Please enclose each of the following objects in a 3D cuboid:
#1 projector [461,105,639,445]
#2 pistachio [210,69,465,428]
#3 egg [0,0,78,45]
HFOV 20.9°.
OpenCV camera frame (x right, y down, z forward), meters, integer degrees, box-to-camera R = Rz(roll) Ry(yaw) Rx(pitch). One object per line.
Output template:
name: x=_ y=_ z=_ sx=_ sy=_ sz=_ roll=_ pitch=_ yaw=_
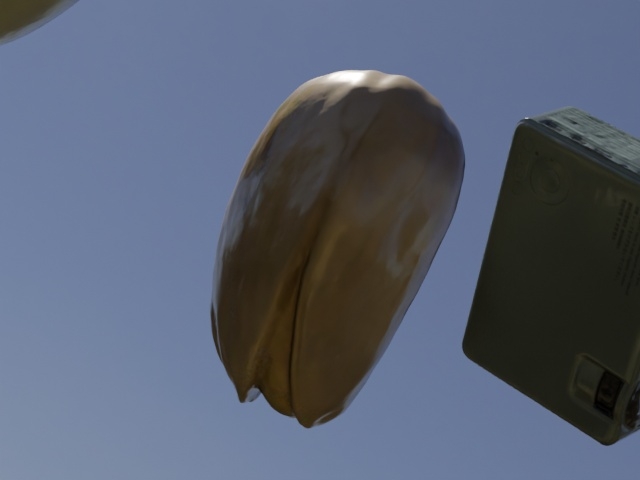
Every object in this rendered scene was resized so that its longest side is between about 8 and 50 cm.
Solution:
projector: x=0.247 y=0.030 z=1.559 sx=0.192 sy=0.099 sz=0.256 roll=33 pitch=-55 yaw=35
pistachio: x=0.000 y=0.000 z=0.946 sx=0.117 sy=0.200 sz=0.145 roll=28 pitch=3 yaw=15
egg: x=-0.272 y=-0.280 z=1.271 sx=0.283 sy=0.283 sz=0.345 roll=32 pitch=-46 yaw=-23
